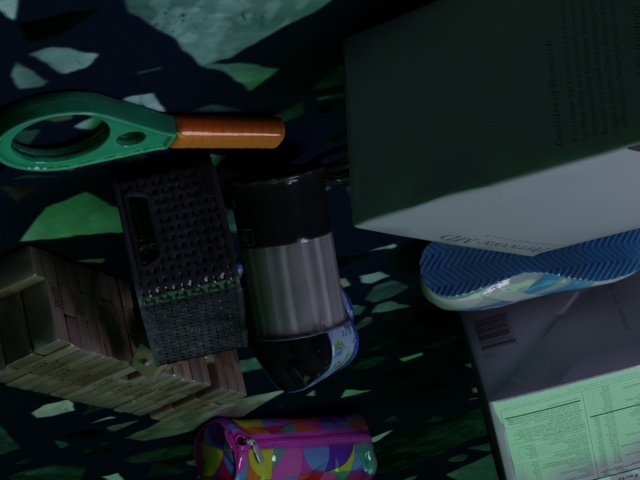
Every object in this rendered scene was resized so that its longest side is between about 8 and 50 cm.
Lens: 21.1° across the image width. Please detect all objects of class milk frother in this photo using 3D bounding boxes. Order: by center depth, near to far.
[{"bbox_3d":[0.000,0.000,1.432,0.143,0.134,0.129,-10,-171,-5],"label":"milk frother"}]

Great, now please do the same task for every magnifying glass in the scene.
[{"bbox_3d":[-0.135,-0.081,1.296,0.231,0.026,0.092,-4,156,-29],"label":"magnifying glass"}]

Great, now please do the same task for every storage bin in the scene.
[{"bbox_3d":[-0.114,0.018,1.420,0.084,0.122,0.180,-12,159,-6],"label":"storage bin"}]

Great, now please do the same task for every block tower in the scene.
[{"bbox_3d":[-0.196,0.097,1.601,0.091,0.097,0.335,-25,155,21],"label":"block tower"}]

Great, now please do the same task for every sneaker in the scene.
[{"bbox_3d":[0.209,0.017,1.701,0.229,0.087,0.092,-7,165,-1],"label":"sneaker"}]

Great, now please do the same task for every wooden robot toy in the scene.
[{"bbox_3d":[-0.139,0.059,1.565,0.173,0.079,0.076,-52,173,-45],"label":"wooden robot toy"}]

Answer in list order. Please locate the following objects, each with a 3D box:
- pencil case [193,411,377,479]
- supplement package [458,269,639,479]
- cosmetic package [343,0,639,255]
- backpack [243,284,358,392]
[{"bbox_3d":[-0.041,0.262,2.110,0.236,0.104,0.104,1,154,-38],"label":"pencil case"},{"bbox_3d":[0.272,0.175,1.814,0.198,0.199,0.262,-15,128,2],"label":"supplement package"},{"bbox_3d":[0.219,-0.105,1.184,0.217,0.156,0.385,8,162,-41],"label":"cosmetic package"},{"bbox_3d":[-0.017,0.079,1.647,0.105,0.114,0.084,-35,171,38],"label":"backpack"}]
